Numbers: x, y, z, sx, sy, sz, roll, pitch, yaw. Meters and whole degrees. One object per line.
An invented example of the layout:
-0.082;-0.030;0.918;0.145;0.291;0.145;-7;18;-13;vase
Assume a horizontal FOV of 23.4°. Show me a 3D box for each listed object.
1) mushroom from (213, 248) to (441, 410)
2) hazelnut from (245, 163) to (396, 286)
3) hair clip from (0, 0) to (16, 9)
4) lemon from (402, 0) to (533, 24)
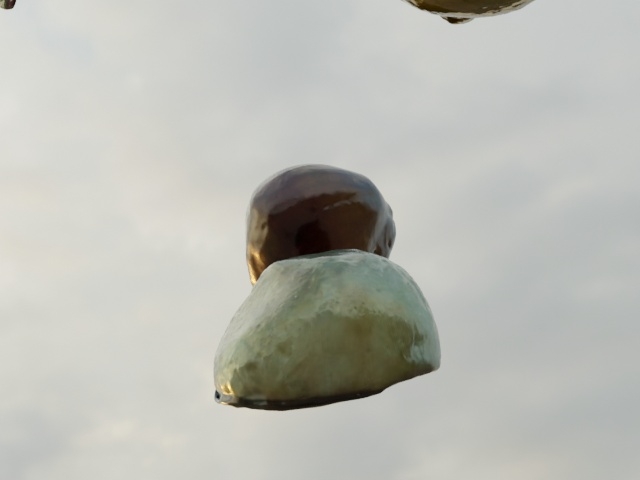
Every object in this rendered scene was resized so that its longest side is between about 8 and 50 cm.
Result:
0.007;0.094;1.739;0.267;0.164;0.189;-6;0;-11;mushroom
0.000;0.000;2.060;0.217;0.217;0.251;-11;-35;2;hazelnut
-0.313;-0.284;1.480;0.022;0.054;0.137;-31;-38;-26;hair clip
0.114;-0.278;1.208;0.184;0.184;0.248;-9;-41;0;lemon
